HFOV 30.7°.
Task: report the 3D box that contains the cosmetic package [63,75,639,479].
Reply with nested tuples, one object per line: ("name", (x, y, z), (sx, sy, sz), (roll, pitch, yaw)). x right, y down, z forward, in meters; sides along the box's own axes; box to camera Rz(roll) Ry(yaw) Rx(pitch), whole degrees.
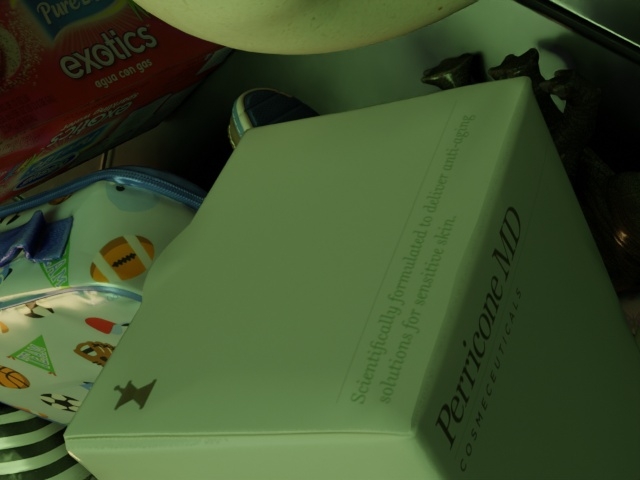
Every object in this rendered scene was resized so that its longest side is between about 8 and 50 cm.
("cosmetic package", (0.069, 0.132, 0.545), (0.155, 0.197, 0.365), (-6, 132, 31))

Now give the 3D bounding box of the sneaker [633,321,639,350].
("sneaker", (0.230, 0.094, 0.624), (0.153, 0.094, 0.235), (9, 118, 14))

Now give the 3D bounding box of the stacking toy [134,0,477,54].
("stacking toy", (-0.051, -0.356, 0.553), (0.480, 0.351, 0.350), (54, 135, 28))

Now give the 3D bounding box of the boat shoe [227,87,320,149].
("boat shoe", (0.000, 0.000, 0.657), (0.183, 0.066, 0.066), (55, 134, 5))

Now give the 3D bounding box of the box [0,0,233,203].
("box", (-0.185, -0.112, 0.741), (0.122, 0.257, 0.128), (53, 132, 1))

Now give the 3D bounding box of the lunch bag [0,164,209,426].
("lunch bag", (-0.143, 0.050, 0.817), (0.303, 0.115, 0.243), (-16, 142, 41))

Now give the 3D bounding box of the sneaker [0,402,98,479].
("sneaker", (-0.353, 0.284, 1.159), (0.447, 0.169, 0.257), (-39, 78, 34))

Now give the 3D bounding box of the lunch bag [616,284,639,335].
("lunch bag", (0.188, 0.071, 0.696), (0.071, 0.053, 0.083), (-16, 92, 38))

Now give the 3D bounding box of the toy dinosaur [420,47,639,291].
("toy dinosaur", (0.119, -0.021, 0.675), (0.314, 0.121, 0.160), (-8, 118, 37))
